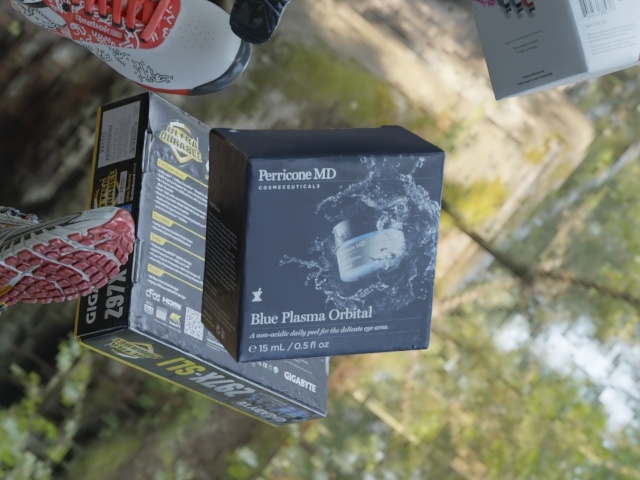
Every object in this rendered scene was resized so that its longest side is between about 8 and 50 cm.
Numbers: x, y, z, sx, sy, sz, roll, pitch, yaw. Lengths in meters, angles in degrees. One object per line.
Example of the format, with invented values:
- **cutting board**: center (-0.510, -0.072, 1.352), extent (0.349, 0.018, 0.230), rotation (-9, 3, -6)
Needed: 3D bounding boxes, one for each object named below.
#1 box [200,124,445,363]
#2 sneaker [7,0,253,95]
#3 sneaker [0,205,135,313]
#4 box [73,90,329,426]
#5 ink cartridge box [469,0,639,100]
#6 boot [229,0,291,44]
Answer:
- **box**: center (0.000, 0.000, 1.191), extent (0.093, 0.156, 0.158), rotation (-141, -129, -63)
- **sneaker**: center (-0.195, -0.211, 1.383), extent (0.090, 0.270, 0.145), rotation (-61, 150, -5)
- **sneaker**: center (-0.261, 0.003, 1.364), extent (0.225, 0.088, 0.093), rotation (-13, -121, 22)
- **box**: center (-0.108, 0.028, 1.666), extent (0.079, 0.322, 0.257), rotation (-16, -119, 33)
- **ink cartridge box**: center (0.213, -0.227, 1.387), extent (0.128, 0.176, 0.127), rotation (-15, -178, -32)
- **boot**: center (-0.020, -0.195, 1.050), extent (0.121, 0.045, 0.099), rotation (120, -6, -52)
